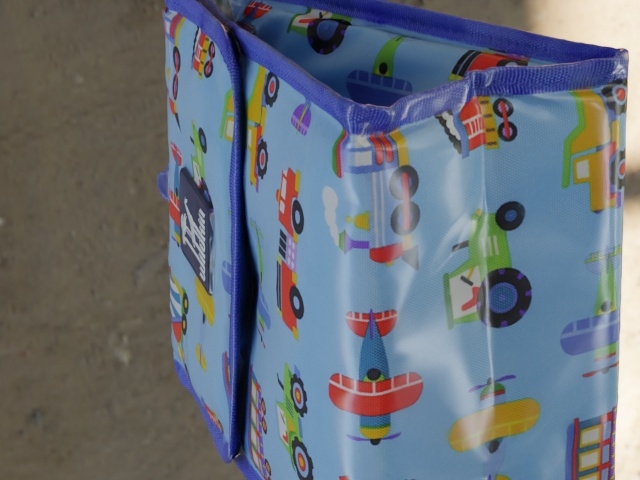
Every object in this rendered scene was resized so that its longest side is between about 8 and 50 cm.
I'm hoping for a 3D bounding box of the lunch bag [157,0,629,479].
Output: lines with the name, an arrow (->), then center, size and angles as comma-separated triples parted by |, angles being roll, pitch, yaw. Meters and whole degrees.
lunch bag -> 0.000, 0.000, 0.720 | 0.138, 0.293, 0.221 | -13, 113, -27
